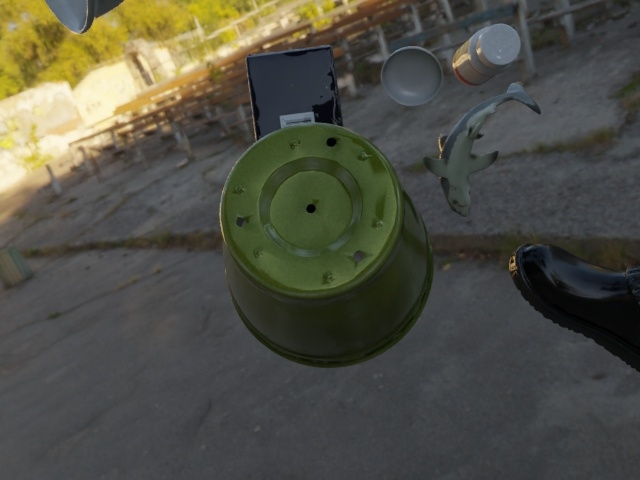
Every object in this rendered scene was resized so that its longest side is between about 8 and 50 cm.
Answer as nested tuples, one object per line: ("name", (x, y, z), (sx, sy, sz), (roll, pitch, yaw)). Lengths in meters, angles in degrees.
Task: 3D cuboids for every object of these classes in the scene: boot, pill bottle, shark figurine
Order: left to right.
("shark figurine", (0.277, -0.202, 1.260), (0.278, 0.166, 0.116), (-61, 26, 13))
("pill bottle", (0.425, -0.475, 1.694), (0.121, 0.121, 0.221), (-23, 3, -3))
("boot", (0.523, 0.058, 1.095), (0.260, 0.348, 0.131), (-57, 4, 47))

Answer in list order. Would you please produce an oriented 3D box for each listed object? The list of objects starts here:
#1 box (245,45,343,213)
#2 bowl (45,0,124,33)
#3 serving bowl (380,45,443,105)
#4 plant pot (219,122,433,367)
("box", (-0.040, -0.196, 1.430), (0.179, 0.343, 0.312), (-8, -3, -2))
("bowl", (-0.317, -0.441, 0.878), (0.134, 0.297, 0.298), (-27, 17, -26))
("serving bowl", (0.125, -0.225, 0.894), (0.083, 0.083, 0.027), (-13, 32, 26))
("plant pot", (0.000, 0.000, 1.000), (0.367, 0.366, 0.353), (-22, -14, 0))
